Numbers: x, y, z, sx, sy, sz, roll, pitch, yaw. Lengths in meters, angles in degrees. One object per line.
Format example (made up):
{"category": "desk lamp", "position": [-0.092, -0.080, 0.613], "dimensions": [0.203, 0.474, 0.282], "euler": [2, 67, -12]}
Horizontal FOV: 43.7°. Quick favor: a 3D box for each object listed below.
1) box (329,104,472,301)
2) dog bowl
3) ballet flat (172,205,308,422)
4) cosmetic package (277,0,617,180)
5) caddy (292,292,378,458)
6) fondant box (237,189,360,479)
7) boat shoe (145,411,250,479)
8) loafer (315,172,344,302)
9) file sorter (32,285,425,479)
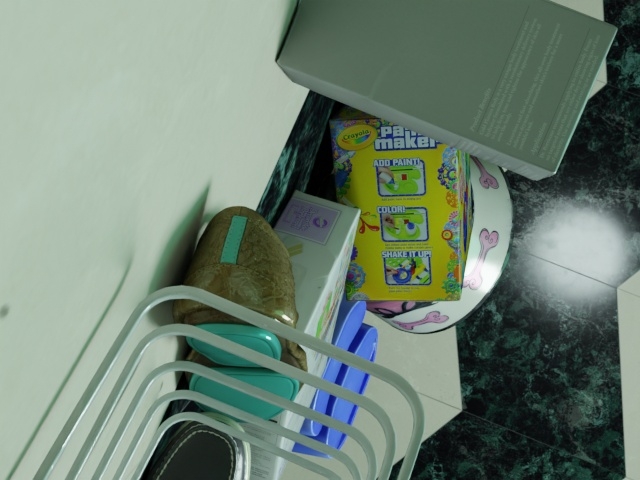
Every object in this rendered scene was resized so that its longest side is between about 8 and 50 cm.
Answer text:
{"category": "box", "position": [0.137, -0.090, 1.244], "dimensions": [0.290, 0.177, 0.279], "euler": [-59, 145, -64]}
{"category": "dog bowl", "position": [0.173, -0.026, 1.584], "dimensions": [0.408, 0.150, 0.407], "euler": [-19, -117, 44]}
{"category": "ballet flat", "position": [-0.067, 0.068, 0.696], "dimensions": [0.342, 0.116, 0.124], "euler": [92, 2, -66]}
{"category": "cosmetic package", "position": [0.097, -0.150, 0.649], "dimensions": [0.107, 0.238, 0.127], "euler": [-4, 119, -83]}
{"category": "caddy", "position": [-0.029, 0.238, 1.491], "dimensions": [0.241, 0.179, 0.341], "euler": [68, 40, -51]}
{"category": "fondant box", "position": [-0.048, 0.136, 1.038], "dimensions": [0.238, 0.096, 0.330], "euler": [-64, 170, -47]}
{"category": "boat shoe", "position": [-0.148, 0.301, 0.743], "dimensions": [0.285, 0.103, 0.092], "euler": [-62, -179, -1]}
{"category": "loafer", "position": [0.000, 0.000, 1.350], "dimensions": [0.094, 0.087, 0.251], "euler": [1, 105, -45]}
{"category": "file sorter", "position": [-0.062, 0.177, 0.527], "dimensions": [0.277, 0.193, 0.173], "euler": [105, 9, -60]}
